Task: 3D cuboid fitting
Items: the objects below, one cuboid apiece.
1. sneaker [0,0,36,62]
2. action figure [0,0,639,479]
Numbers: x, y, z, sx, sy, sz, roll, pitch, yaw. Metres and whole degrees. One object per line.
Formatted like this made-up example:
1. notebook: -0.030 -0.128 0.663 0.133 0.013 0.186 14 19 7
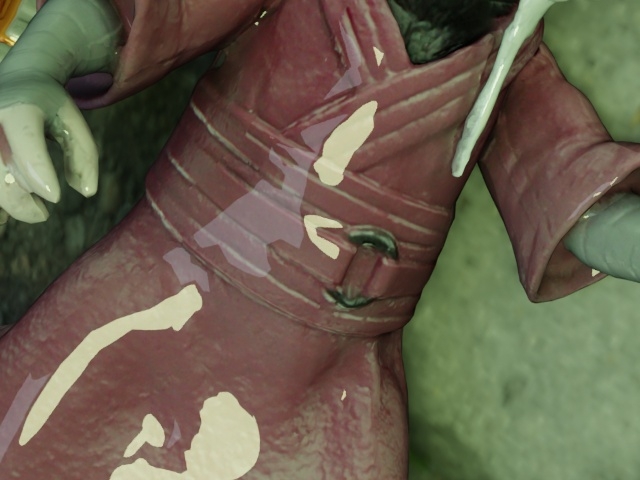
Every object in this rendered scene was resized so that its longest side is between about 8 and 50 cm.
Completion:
1. sneaker: -0.142 -0.076 0.557 0.084 0.215 0.083 34 133 -3
2. action figure: 0.000 0.000 0.473 0.370 0.248 0.275 -60 14 11
